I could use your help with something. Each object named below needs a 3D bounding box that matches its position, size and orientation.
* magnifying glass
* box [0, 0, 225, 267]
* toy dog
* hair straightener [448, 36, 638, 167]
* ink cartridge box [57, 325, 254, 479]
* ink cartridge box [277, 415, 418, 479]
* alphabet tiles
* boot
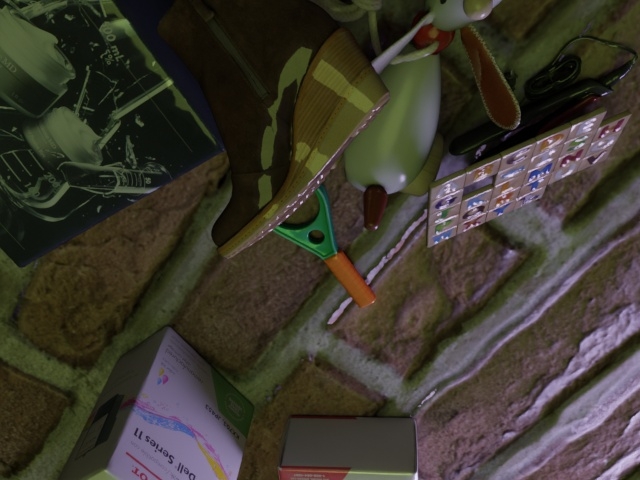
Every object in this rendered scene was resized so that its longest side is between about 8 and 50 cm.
[{"bbox_3d":[0.000,0.000,1.010,0.092,0.026,0.231,-28,115,22],"label":"magnifying glass"},{"bbox_3d":[-0.303,-0.199,0.831,0.312,0.179,0.343,-27,115,22],"label":"box"},{"bbox_3d":[0.087,-0.136,0.782,0.220,0.161,0.334,0,144,3],"label":"toy dog"},{"bbox_3d":[0.246,-0.159,0.869,0.230,0.047,0.089,-30,114,22],"label":"hair straightener"},{"bbox_3d":[-0.223,0.312,1.034,0.119,0.353,0.207,-32,113,23],"label":"ink cartridge box"},{"bbox_3d":[0.052,0.422,1.208,0.207,0.117,0.283,-1,121,7],"label":"ink cartridge box"},{"bbox_3d":[0.229,-0.071,0.862,0.237,0.009,0.198,-24,160,-1],"label":"alphabet tiles"},{"bbox_3d":[-0.076,-0.126,0.722,0.207,0.090,0.248,44,114,3],"label":"boot"}]
